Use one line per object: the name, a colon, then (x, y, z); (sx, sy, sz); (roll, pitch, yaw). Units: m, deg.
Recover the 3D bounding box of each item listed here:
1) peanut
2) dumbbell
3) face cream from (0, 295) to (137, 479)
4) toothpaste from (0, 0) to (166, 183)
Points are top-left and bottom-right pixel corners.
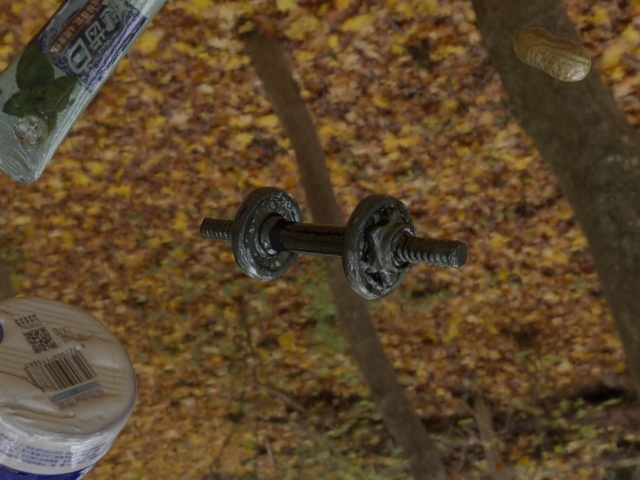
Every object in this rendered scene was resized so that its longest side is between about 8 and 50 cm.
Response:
peanut: (0.275, -0.224, 1.141); (0.054, 0.113, 0.053); (-27, 136, -30)
dumbbell: (0.000, 0.000, 0.748); (0.254, 0.081, 0.082); (5, -177, 38)
face cream: (-0.311, 0.163, 1.056); (0.206, 0.206, 0.111); (-3, 138, -46)
toothpaste: (-0.121, -0.136, 0.555); (0.233, 0.060, 0.038); (-51, 177, -1)
